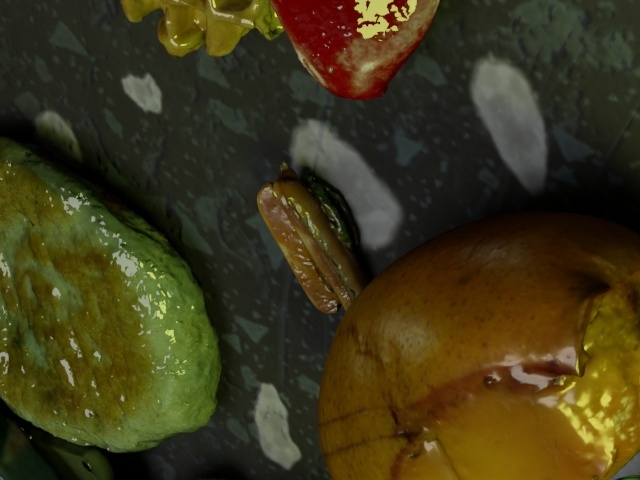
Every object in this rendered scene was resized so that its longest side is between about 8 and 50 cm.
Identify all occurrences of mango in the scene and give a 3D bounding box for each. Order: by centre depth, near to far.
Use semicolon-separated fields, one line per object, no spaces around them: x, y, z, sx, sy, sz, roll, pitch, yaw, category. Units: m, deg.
0.113;0.095;1.286;0.201;0.199;0.350;24;155;-24;mango

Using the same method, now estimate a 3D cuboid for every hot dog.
0.000;0.000;1.425;0.056;0.041;0.133;-3;126;45;hot dog

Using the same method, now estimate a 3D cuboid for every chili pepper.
0.018;-0.200;1.198;0.136;0.144;0.252;32;151;49;chili pepper

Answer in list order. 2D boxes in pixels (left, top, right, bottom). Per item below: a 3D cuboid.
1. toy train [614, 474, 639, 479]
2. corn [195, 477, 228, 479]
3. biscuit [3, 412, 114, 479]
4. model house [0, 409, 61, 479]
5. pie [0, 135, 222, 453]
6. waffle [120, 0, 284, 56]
0.232;0.221;1.334;0.178;0.105;0.071;98;165;-47;toy train
-0.135;0.279;1.736;0.086;0.086;0.253;48;144;3;corn
-0.287;0.200;1.829;0.322;0.038;0.099;10;128;47;biscuit
-0.392;0.285;1.757;0.298;0.284;0.243;48;151;12;model house
-0.216;0.044;1.638;0.323;0.070;0.323;25;134;30;pie
-0.096;-0.218;1.325;0.160;0.055;0.211;25;136;26;waffle
